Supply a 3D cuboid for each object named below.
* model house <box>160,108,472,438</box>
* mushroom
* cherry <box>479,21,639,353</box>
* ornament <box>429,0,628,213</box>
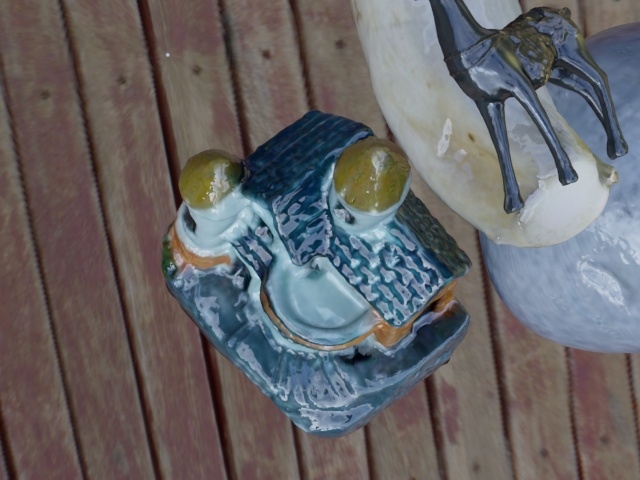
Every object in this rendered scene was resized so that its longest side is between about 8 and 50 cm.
[{"bbox_3d":[0.000,0.000,1.053,0.184,0.291,0.253,-36,76,-20],"label":"model house"},{"bbox_3d":[0.059,-0.151,0.719,0.095,0.122,0.351,-9,67,-26],"label":"mushroom"},{"bbox_3d":[0.233,-0.040,0.907,0.255,0.296,0.218,-39,117,-34],"label":"cherry"},{"bbox_3d":[0.064,-0.076,0.468,0.073,0.028,0.125,-29,89,-38],"label":"ornament"}]
